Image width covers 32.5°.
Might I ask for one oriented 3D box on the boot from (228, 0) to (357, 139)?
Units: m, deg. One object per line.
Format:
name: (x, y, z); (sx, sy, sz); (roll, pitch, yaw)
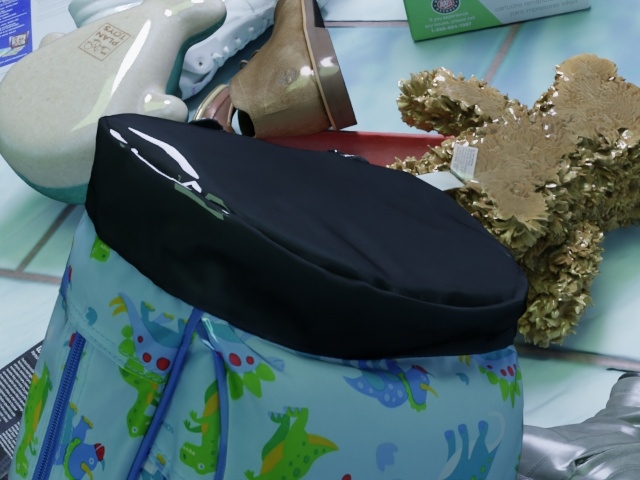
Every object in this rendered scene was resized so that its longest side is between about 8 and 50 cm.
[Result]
boot: (-0.042, -0.186, 1.130); (0.115, 0.112, 0.305); (-19, 27, 4)

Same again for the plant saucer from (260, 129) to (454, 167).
plant saucer: (0.000, 0.000, 0.976); (0.259, 0.047, 0.259); (5, 45, 28)

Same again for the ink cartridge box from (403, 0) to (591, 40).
ink cartridge box: (0.164, -0.367, 1.148); (0.199, 0.272, 0.114); (-8, 41, 14)

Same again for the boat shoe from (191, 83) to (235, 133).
boat shoe: (-0.112, -0.089, 1.121); (0.060, 0.064, 0.178); (21, 49, 0)

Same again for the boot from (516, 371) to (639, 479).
boot: (0.169, 0.142, 0.738); (0.247, 0.083, 0.161); (20, 42, 39)

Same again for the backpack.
backpack: (-0.039, 0.147, 0.608); (0.273, 0.290, 0.355); (48, 113, 36)

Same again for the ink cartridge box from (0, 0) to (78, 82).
ink cartridge box: (-0.351, -0.262, 1.410); (0.166, 0.065, 0.332); (-20, 41, 1)

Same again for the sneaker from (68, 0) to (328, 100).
sneaker: (-0.129, -0.240, 1.276); (0.305, 0.152, 0.114); (-13, -6, -17)

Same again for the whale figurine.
whale figurine: (-0.208, -0.152, 1.145); (0.216, 0.141, 0.272); (29, 70, 30)

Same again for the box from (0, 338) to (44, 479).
box: (-0.253, 0.152, 0.922); (0.162, 0.029, 0.116); (-37, 43, -18)

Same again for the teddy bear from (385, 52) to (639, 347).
teddy bear: (0.130, -0.025, 0.869); (0.245, 0.113, 0.338); (34, 55, 17)
